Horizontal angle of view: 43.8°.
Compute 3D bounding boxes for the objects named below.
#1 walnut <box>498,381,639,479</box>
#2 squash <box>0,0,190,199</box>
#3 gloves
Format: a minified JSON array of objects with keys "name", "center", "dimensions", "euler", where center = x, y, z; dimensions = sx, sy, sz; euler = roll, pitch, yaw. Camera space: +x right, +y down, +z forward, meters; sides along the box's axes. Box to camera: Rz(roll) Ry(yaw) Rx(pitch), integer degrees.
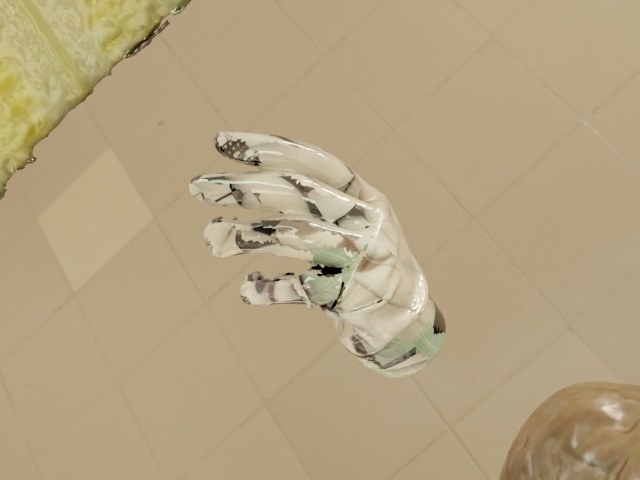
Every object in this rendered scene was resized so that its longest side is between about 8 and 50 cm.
[{"name":"walnut","center":[0.284,0.255,0.711],"dimensions":[0.273,0.227,0.273],"euler":[-33,48,48]},{"name":"squash","center":[-0.199,-0.178,0.341],"dimensions":[0.111,0.289,0.203],"euler":[13,57,45]},{"name":"gloves","center":[0.006,0.000,0.574],"dimensions":[0.111,0.212,0.127],"euler":[-12,36,39]}]
